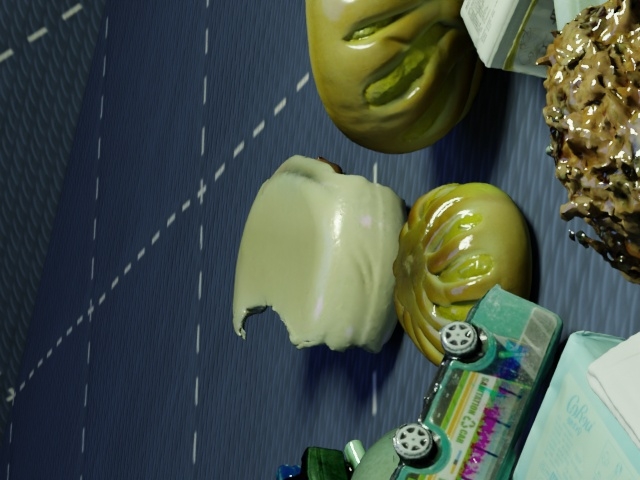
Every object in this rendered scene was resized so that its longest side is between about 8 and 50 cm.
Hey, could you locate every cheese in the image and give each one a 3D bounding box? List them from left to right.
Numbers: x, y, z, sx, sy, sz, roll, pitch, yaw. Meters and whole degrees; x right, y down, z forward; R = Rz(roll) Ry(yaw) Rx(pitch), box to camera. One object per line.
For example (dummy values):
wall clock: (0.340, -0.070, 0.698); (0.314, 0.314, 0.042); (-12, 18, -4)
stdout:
cheese: (0.000, 0.025, 2.117); (0.266, 0.127, 0.233); (26, 102, 60)

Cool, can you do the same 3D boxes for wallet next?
wallet: (0.284, 0.113, 1.380); (0.032, 0.124, 0.183); (61, 180, -31)

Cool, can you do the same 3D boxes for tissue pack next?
tissue pack: (0.211, -0.247, 1.726); (0.106, 0.099, 0.148); (-107, 32, -48)
tissue pack: (0.251, 0.213, 1.458); (0.263, 0.089, 0.177); (-116, 40, -61)

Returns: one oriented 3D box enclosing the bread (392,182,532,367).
bread: (0.135, 0.036, 1.825); (0.213, 0.105, 0.213); (-175, 90, -69)

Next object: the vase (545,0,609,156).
vase: (0.257, -0.250, 1.547); (0.165, 0.165, 0.360); (173, 100, -69)

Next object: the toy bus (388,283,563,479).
toy bus: (0.133, 0.163, 1.628); (0.091, 0.109, 0.261); (97, -163, -57)

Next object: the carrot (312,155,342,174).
carrot: (0.000, 0.000, 2.275); (0.072, 0.072, 0.205); (142, 126, -63)

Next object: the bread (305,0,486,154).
bread: (0.094, -0.255, 1.873); (0.333, 0.160, 0.333); (1, -90, -68)

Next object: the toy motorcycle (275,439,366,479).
toy motorcycle: (0.024, 0.366, 1.857); (0.125, 0.196, 0.331); (116, 152, -42)

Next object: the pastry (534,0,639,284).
pastry: (0.278, -0.076, 1.315); (0.193, 0.275, 0.275); (-18, 59, 27)

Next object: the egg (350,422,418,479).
egg: (0.106, 0.274, 1.705); (0.236, 0.169, 0.169); (-105, 30, -45)
